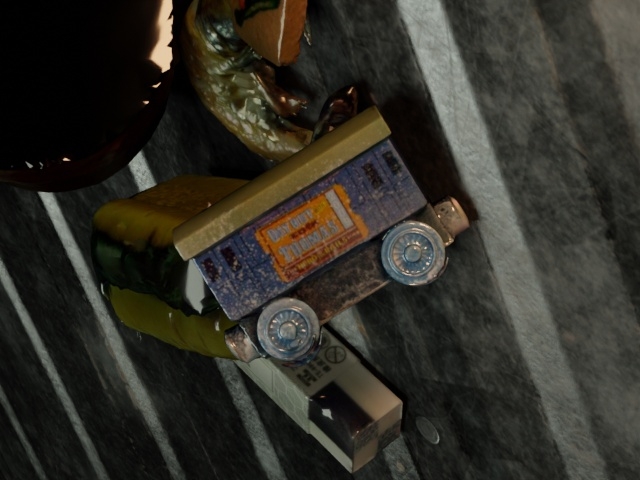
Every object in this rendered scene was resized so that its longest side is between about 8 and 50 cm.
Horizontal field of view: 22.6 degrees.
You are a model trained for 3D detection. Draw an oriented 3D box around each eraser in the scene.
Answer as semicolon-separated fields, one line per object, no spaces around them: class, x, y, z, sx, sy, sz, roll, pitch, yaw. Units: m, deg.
eraser;-0.058;0.140;2.184;0.404;0.098;0.096;42;151;27

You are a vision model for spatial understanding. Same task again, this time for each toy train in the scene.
toy train;0.000;0.000;1.753;0.202;0.299;0.131;58;-175;-5

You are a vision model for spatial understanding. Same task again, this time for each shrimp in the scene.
shrimp;-0.041;-0.199;1.812;0.272;0.085;0.445;49;155;2

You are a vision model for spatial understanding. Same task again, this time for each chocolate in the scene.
chocolate;-0.349;-0.239;2.003;0.384;0.383;0.331;56;176;0

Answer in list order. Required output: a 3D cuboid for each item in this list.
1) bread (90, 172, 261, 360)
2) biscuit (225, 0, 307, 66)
bread;-0.124;0.032;2.001;0.376;0.251;0.208;5;115;56
biscuit;-0.064;-0.317;1.613;0.278;0.043;0.301;135;127;-57
